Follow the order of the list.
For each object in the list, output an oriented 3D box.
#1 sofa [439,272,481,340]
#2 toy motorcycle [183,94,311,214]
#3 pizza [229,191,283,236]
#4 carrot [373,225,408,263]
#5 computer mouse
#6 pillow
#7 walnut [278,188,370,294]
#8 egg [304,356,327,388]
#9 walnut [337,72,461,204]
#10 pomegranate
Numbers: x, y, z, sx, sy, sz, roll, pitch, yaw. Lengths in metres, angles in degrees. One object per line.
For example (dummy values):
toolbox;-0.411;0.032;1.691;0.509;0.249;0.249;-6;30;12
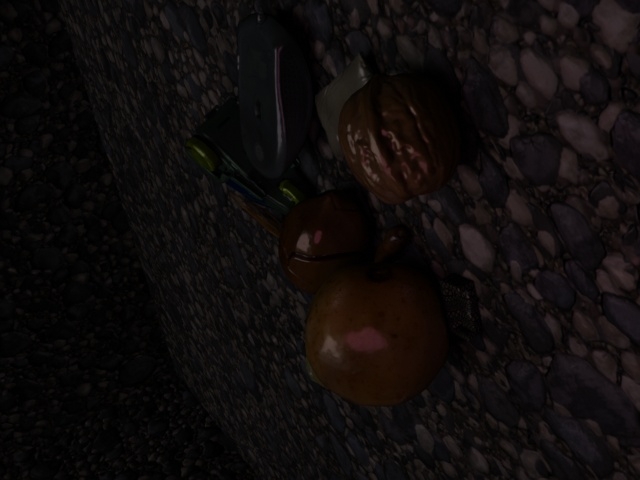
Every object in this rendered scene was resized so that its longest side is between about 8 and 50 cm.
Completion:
sofa;0.266;0.126;1.394;0.060;0.039;0.118;24;135;54
toy motorcycle;-0.163;-0.179;1.804;0.326;0.191;0.200;46;164;-4
pizza;-0.126;-0.046;1.883;0.262;0.034;0.181;40;174;-24
carrot;0.139;0.025;1.539;0.047;0.047;0.191;56;155;15
computer mouse;-0.093;-0.316;1.573;0.188;0.121;0.371;34;136;43
pillow;0.061;-0.252;1.415;0.148;0.050;0.229;60;153;-2
walnut;0.000;0.000;1.610;0.203;0.203;0.298;49;154;29
egg;0.044;0.302;1.866;0.164;0.164;0.201;64;157;-2
walnut;0.128;-0.171;1.204;0.213;0.213;0.213;45;150;35
pomegranate;0.113;0.178;1.466;0.307;0.307;0.307;45;150;35
